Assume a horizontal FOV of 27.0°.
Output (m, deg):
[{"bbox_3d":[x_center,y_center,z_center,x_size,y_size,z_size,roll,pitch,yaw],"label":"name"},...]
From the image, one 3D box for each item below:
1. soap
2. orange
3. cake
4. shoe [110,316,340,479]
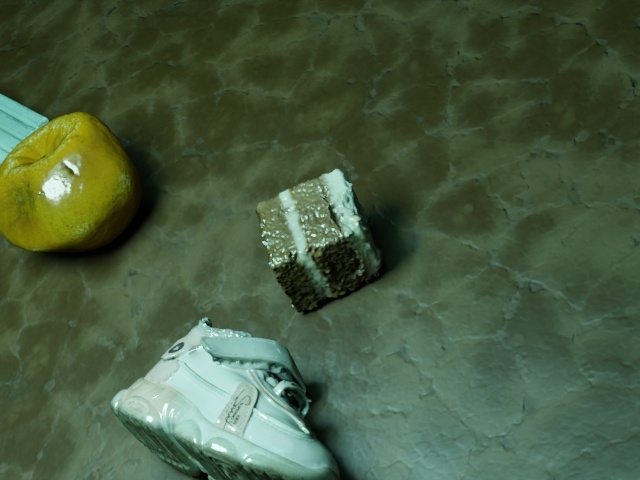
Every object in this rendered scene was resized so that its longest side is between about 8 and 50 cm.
[{"bbox_3d":[-0.555,-0.187,2.323,0.198,0.063,0.114,28,71,39],"label":"soap"},{"bbox_3d":[-0.392,-0.070,2.077,0.249,0.183,0.249,-28,31,19],"label":"orange"},{"bbox_3d":[0.000,0.000,1.857,0.147,0.135,0.135,-21,50,4],"label":"cake"},{"bbox_3d":[-0.101,0.215,1.720,0.351,0.172,0.198,20,64,35],"label":"shoe"}]
